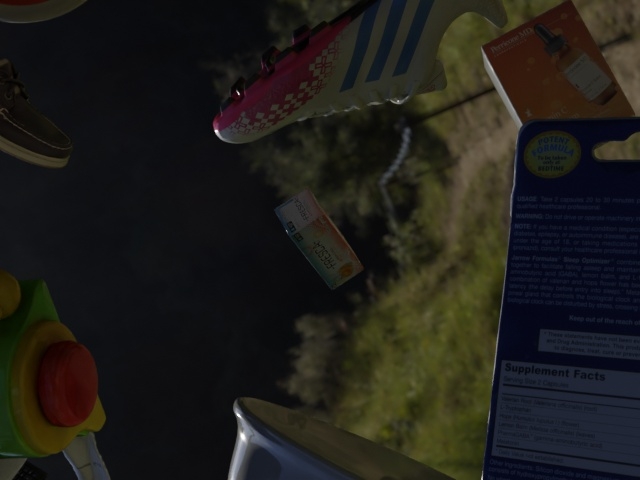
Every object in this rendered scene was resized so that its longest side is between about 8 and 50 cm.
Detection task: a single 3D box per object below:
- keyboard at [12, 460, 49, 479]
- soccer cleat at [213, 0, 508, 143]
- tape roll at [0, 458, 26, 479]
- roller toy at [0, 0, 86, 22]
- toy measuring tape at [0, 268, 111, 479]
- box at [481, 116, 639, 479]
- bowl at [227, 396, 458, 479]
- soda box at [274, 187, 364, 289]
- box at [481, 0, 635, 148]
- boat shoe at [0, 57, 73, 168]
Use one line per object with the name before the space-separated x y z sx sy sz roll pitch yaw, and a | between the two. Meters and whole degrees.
keyboard | -0.466 0.331 1.866 0.180 0.108 0.023 15 136 47
soccer cleat | 0.043 -0.177 1.377 0.143 0.331 0.116 50 -165 -14
tape roll | -0.424 0.102 1.147 0.392 0.072 0.392 31 -156 -15
roller toy | -0.270 -0.296 1.175 0.146 0.209 0.191 -102 4 -53
toy measuring tape | -0.228 0.171 1.106 0.121 0.121 0.330 -114 8 -60
box | 0.148 0.054 0.637 0.036 0.136 0.225 13 -99 -52
bowl | 0.041 0.243 1.051 0.297 0.134 0.298 25 178 1
soda box | 0.000 0.000 1.979 0.058 0.063 0.183 59 -177 36
box | 0.298 -0.191 1.684 0.171 0.130 0.091 63 -175 11
boat shoe | -0.446 -0.204 1.786 0.285 0.092 0.103 36 -163 -4
